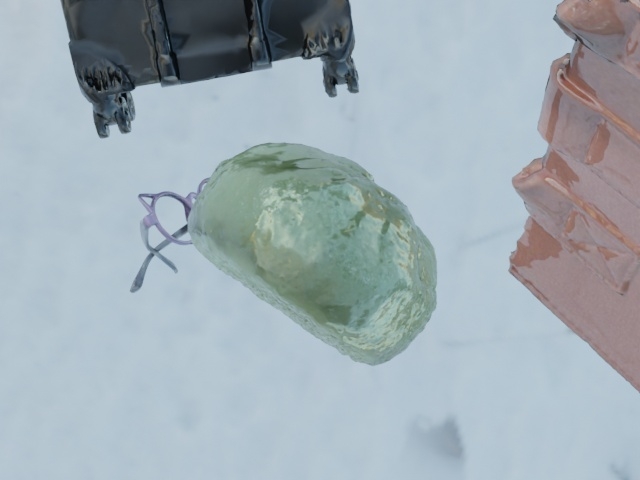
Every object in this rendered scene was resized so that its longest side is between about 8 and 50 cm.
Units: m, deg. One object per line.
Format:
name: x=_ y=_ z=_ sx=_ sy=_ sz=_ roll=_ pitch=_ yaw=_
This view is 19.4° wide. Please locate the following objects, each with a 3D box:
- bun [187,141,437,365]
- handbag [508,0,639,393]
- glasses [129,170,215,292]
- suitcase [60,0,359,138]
bun: x=0.000 y=0.000 z=1.324 sx=0.195 sy=0.195 sz=0.118 roll=37 pitch=88 yaw=-36
handbag: x=0.140 y=-0.014 z=0.622 sx=0.059 sy=0.157 sz=0.212 roll=-39 pitch=158 yaw=-24
glasses: x=-0.142 y=-0.005 z=1.729 sx=0.140 sy=0.104 sz=0.062 roll=-23 pitch=78 yaw=-53
suitcase: x=-0.116 y=-0.330 z=1.653 sx=0.283 sy=0.194 sz=0.433 roll=-10 pitch=107 yaw=2
